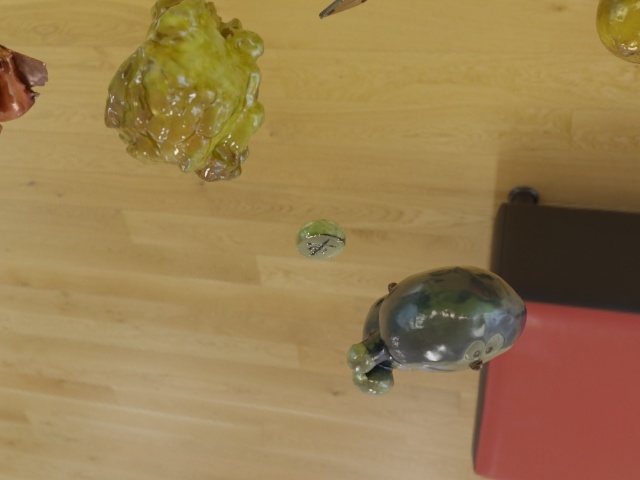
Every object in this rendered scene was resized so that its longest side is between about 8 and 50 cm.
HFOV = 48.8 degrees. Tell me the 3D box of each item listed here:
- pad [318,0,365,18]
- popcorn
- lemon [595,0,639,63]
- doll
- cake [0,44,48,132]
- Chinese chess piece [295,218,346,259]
[{"bbox_3d":[0.151,-0.691,1.875,0.284,0.286,0.018,-28,99,37],"label":"pad"},{"bbox_3d":[-0.129,-0.153,0.727,0.156,0.197,0.197,17,134,0],"label":"popcorn"},{"bbox_3d":[0.555,-0.388,1.184,0.170,0.207,0.170,24,158,11],"label":"lemon"},{"bbox_3d":[0.152,0.116,0.914,0.228,0.154,0.258,-9,173,-20],"label":"doll"},{"bbox_3d":[-0.399,-0.185,0.633,0.287,0.098,0.135,30,155,-17],"label":"cake"},{"bbox_3d":[0.000,0.000,1.150,0.084,0.034,0.084,-2,147,-2],"label":"Chinese chess piece"}]
